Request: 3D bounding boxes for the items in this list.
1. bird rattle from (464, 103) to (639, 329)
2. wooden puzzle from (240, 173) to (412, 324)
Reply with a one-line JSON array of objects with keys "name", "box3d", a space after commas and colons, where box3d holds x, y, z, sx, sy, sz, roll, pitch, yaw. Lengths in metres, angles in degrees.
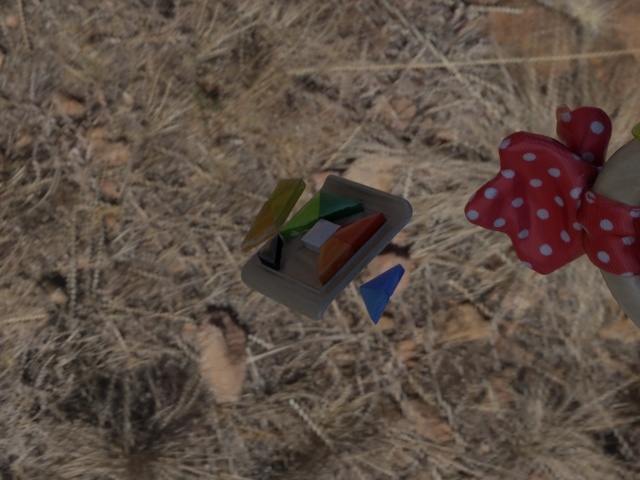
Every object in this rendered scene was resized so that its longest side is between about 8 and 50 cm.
[{"name": "bird rattle", "box3d": [0.209, -0.006, 0.635, 0.143, 0.253, 0.207, -28, 86, -39]}, {"name": "wooden puzzle", "box3d": [0.000, 0.000, 0.525, 0.079, 0.116, 0.014, -54, 130, -20]}]
